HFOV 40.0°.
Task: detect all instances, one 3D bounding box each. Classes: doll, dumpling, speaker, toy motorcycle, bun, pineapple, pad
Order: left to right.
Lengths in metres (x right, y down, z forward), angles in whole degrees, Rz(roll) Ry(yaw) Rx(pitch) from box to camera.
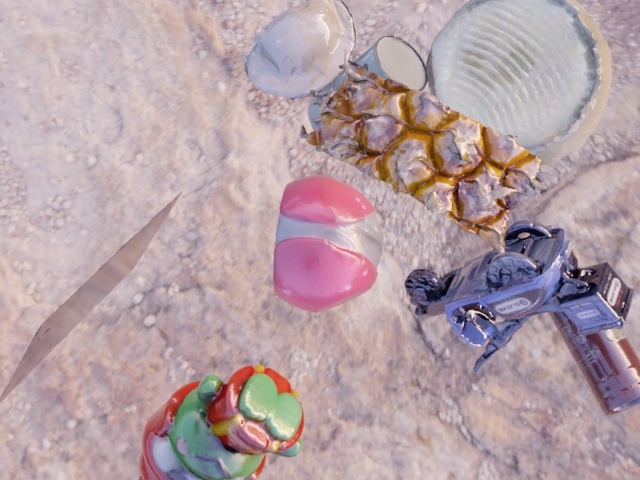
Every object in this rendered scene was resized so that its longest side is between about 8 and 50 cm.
[{"bbox_3d":[-0.244,0.054,0.941,0.009,0.265,0.159,39,129,-3],"label":"pad"},{"bbox_3d":[-0.173,0.305,1.336,0.183,0.160,0.363,35,126,-21],"label":"doll"},{"bbox_3d":[-0.031,-0.376,1.759,0.247,0.142,0.172,-37,86,-1],"label":"dumpling"},{"bbox_3d":[0.000,0.000,1.886,0.294,0.294,0.294,2,106,7],"label":"speaker"},{"bbox_3d":[0.052,-0.077,0.671,0.135,0.233,0.079,32,89,-33],"label":"pineapple"},{"bbox_3d":[0.301,0.096,1.429,0.212,0.125,0.359,47,142,-16],"label":"toy motorcycle"},{"bbox_3d":[0.286,-0.226,1.236,0.259,0.152,0.259,-1,88,24],"label":"bun"}]

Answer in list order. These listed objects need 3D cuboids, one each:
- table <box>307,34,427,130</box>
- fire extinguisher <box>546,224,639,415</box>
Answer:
[{"bbox_3d":[0.087,-0.281,1.682,0.126,0.126,0.220,48,137,-7],"label":"table"},{"bbox_3d":[0.477,0.133,1.578,0.102,0.138,0.344,-18,66,-12],"label":"fire extinguisher"}]
